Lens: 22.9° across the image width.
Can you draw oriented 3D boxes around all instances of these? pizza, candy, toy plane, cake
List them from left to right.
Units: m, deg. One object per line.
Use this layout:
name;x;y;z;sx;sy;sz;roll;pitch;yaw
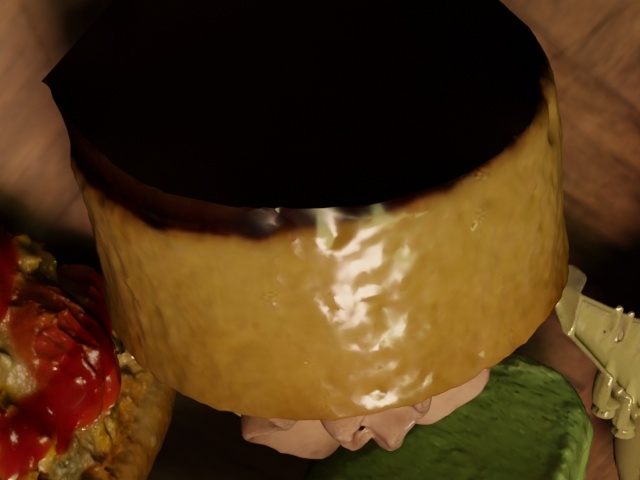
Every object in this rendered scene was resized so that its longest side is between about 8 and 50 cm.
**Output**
pizza;-0.137;0.032;0.623;0.062;0.188;0.199;-34;112;33
cake;0.000;0.000;0.636;0.185;0.208;0.178;-29;139;-28
candy;0.028;0.174;0.693;0.132;0.343;0.142;0;114;24
toy plane;0.199;0.045;0.808;0.242;0.104;0.256;-17;117;-38
